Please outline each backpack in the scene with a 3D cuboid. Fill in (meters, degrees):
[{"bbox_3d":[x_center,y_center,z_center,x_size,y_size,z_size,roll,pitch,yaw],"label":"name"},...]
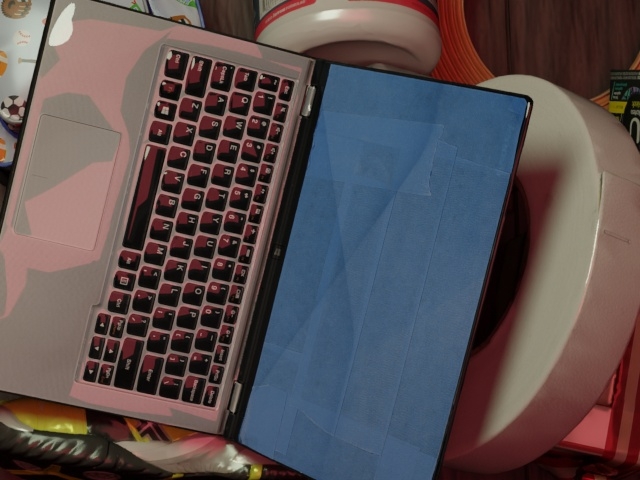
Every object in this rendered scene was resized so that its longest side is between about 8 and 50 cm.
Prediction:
[{"bbox_3d":[-0.249,-0.206,1.416,0.263,0.213,0.277,-22,85,-15],"label":"backpack"}]

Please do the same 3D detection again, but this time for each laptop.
[{"bbox_3d":[-0.081,0.006,1.229,0.408,0.236,0.382,13,93,-12],"label":"laptop"}]

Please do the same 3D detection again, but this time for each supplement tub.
[{"bbox_3d":[0.022,-0.295,1.432,0.191,0.191,0.272,-1,71,-5],"label":"supplement tub"}]

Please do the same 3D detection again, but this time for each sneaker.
[{"bbox_3d":[-0.160,0.186,1.429,0.384,0.145,0.147,4,67,-10],"label":"sneaker"}]

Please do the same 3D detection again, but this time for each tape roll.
[{"bbox_3d":[0.161,0.030,1.336,0.072,0.392,0.392,19,82,-29],"label":"tape roll"}]

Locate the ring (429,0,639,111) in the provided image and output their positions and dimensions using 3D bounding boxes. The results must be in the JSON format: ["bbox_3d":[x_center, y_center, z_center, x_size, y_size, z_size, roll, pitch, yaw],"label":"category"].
[{"bbox_3d":[0.260,-0.259,1.533,0.336,0.032,0.337,0,90,-12],"label":"ring"}]

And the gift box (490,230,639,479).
[{"bbox_3d":[0.317,0.134,1.405,0.276,0.255,0.258,13,81,-1],"label":"gift box"}]

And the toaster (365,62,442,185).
[{"bbox_3d":[0.067,-0.060,1.364,0.110,0.168,0.186,19,125,-27],"label":"toaster"}]

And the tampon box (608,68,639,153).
[{"bbox_3d":[0.375,-0.102,1.479,0.101,0.120,0.161,0,96,-14],"label":"tampon box"}]
